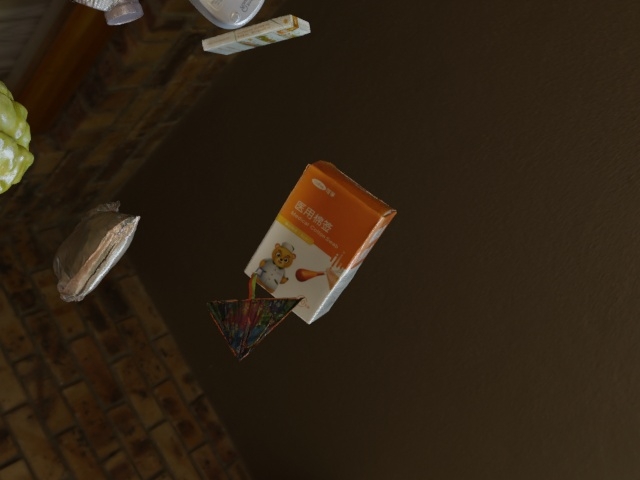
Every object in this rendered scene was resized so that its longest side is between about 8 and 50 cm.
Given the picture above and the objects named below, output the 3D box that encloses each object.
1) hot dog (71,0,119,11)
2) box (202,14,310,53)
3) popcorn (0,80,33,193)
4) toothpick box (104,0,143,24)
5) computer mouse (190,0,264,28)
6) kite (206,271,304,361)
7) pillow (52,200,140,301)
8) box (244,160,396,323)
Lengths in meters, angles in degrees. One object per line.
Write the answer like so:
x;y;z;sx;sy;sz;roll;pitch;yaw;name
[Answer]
-0.523;-0.534;1.421;0.253;0.131;0.069;25;-75;18;hot dog
-0.146;-0.466;1.589;0.220;0.122;0.032;-9;-85;20;box
-0.481;-0.131;0.848;0.256;0.255;0.195;11;-32;-5;popcorn
-0.523;-0.639;1.778;0.098;0.098;0.149;-12;-79;38;toothpick box
-0.266;-0.632;1.624;0.184;0.297;0.121;-58;-141;2;computer mouse
-0.133;0.148;1.369;0.241;0.014;0.183;-11;-118;30;kite
-0.371;0.009;1.136;0.173;0.067;0.270;-55;-156;-5;pillow
0.000;0.000;1.722;0.225;0.143;0.341;37;-70;12;box
